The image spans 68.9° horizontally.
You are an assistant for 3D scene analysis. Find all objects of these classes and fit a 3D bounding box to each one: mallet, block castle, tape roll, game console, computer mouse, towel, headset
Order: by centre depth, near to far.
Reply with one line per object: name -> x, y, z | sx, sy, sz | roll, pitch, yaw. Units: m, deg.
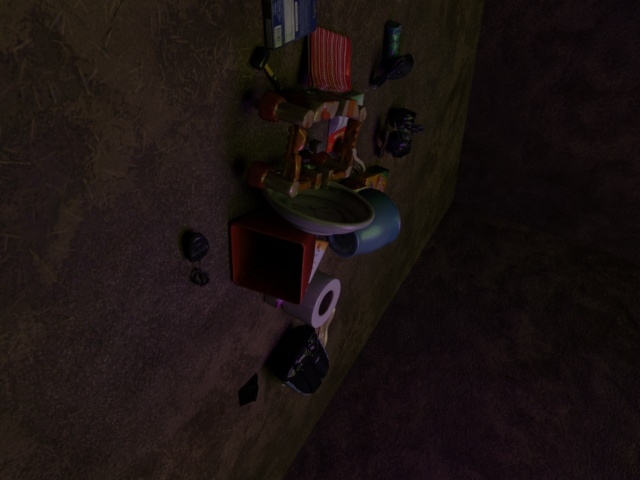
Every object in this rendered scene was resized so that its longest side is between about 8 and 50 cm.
mallet -> -0.155, -0.496, 1.404 | 0.062, 0.039, 0.189 | -62, 159, -13
computer mouse -> -0.381, 0.060, 1.445 | 0.071, 0.041, 0.242 | -36, 150, -34
block castle -> -0.051, -0.337, 1.538 | 0.453, 0.213, 0.303 | -28, 137, -56
towel -> 0.036, -0.626, 1.623 | 0.275, 0.031, 0.198 | -23, 116, -57
computer mouse -> 0.342, -0.750, 2.059 | 0.188, 0.072, 0.272 | -33, -171, 39
game console -> -0.327, 0.683, 2.134 | 0.107, 0.071, 0.122 | -85, 179, -52
tape roll -> -0.041, 0.255, 2.142 | 0.246, 0.169, 0.246 | -46, 149, -37
headset -> 0.426, -0.540, 2.327 | 0.394, 0.185, 0.243 | -16, 115, -77

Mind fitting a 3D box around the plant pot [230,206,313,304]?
plant pot -> -0.142, 0.024, 1.655 | 0.235, 0.267, 0.267 | -56, 157, -51

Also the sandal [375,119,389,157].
sandal -> 0.297, -0.497, 2.293 | 0.219, 0.060, 0.090 | 103, -6, -57

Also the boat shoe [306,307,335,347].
boat shoe -> -0.023, 0.463, 2.462 | 0.110, 0.122, 0.341 | 9, 103, -27

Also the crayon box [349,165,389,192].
crayon box -> 0.229, -0.250, 2.347 | 0.318, 0.081, 0.202 | -28, 137, -53

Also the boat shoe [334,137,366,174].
boat shoe -> 0.121, -0.349, 2.048 | 0.095, 0.095, 0.257 | -49, 149, -2

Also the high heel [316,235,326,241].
high heel -> 0.000, 0.000, 2.118 | 0.186, 0.093, 0.261 | -58, 157, 5

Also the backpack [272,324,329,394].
backpack -> -0.090, 0.609, 2.307 | 0.355, 0.273, 0.290 | 51, 61, -39

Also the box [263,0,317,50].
box -> -0.085, -0.665, 1.385 | 0.225, 0.037, 0.136 | -43, 148, -39

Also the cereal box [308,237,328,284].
cereal box -> -0.065, 0.101, 1.910 | 0.173, 0.047, 0.240 | 7, 109, -64

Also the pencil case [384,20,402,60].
pencil case -> 0.311, -0.851, 1.993 | 0.070, 0.064, 0.151 | -23, 139, -20

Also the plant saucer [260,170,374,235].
plant saucer -> -0.019, -0.111, 1.587 | 0.400, 0.400, 0.100 | -26, 140, -55

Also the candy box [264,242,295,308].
candy box -> -0.153, 0.143, 1.932 | 0.159, 0.071, 0.233 | -35, 142, -49

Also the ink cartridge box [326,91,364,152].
ink cartridge box -> 0.101, -0.481, 1.915 | 0.181, 0.056, 0.224 | -38, 142, -46

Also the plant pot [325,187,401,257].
plant pot -> 0.161, -0.056, 2.006 | 0.255, 0.272, 0.271 | -31, 139, -40

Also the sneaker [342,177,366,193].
sneaker -> 0.120, -0.218, 2.151 | 0.225, 0.088, 0.092 | -28, 145, -31
